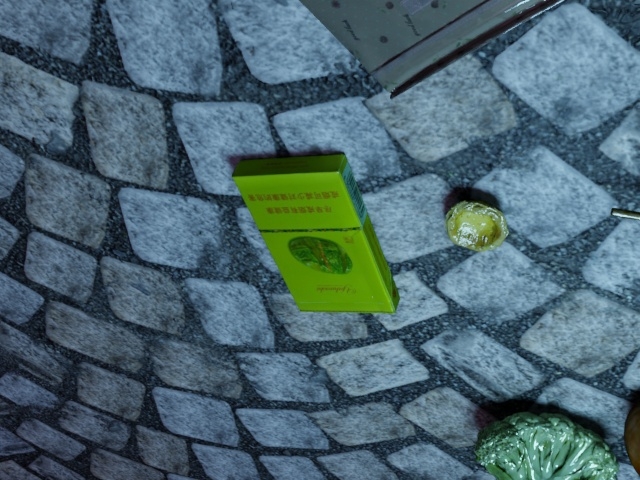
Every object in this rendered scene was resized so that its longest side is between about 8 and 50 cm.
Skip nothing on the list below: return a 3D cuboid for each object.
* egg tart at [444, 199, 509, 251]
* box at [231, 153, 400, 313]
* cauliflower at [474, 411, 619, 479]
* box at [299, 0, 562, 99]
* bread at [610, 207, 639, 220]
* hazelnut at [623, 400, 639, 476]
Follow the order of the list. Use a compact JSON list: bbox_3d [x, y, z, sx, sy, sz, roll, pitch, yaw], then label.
[{"bbox_3d":[0.235,-0.028,1.366,0.105,0.039,0.105,12,140,10],"label":"egg tart"},{"bbox_3d":[0.000,0.000,1.493,0.187,0.047,0.335,-1,135,24],"label":"box"},{"bbox_3d":[0.417,0.464,1.692,0.275,0.250,0.272,12,138,17],"label":"cauliflower"},{"bbox_3d":[0.140,-0.331,0.910,0.297,0.225,0.190,-24,124,39],"label":"box"},{"bbox_3d":[0.564,-0.020,1.205,0.344,0.084,0.124,10,117,13],"label":"bread"},{"bbox_3d":[0.621,0.353,1.536,0.212,0.181,0.181,1,158,37],"label":"hazelnut"}]
